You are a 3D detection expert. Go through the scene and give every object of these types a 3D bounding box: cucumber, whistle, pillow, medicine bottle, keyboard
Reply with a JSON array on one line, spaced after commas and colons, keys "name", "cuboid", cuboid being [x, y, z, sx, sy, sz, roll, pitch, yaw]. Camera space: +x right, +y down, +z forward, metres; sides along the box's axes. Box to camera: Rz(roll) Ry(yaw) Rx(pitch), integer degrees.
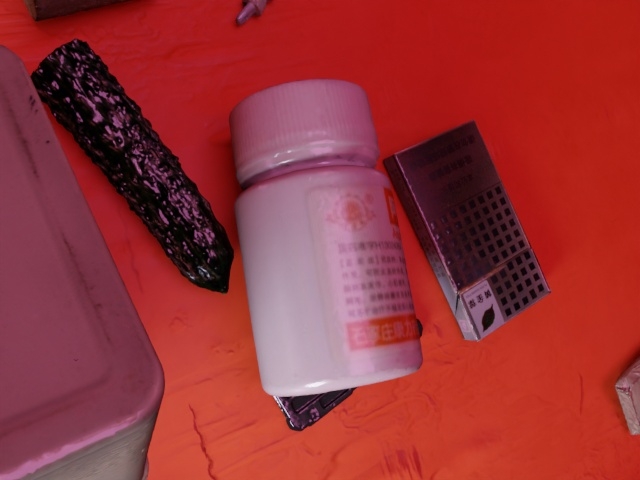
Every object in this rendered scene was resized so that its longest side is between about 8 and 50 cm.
[{"name": "cucumber", "cuboid": [-0.219, -0.080, 0.775, 0.096, 0.096, 0.359, -40, 98, -24]}, {"name": "whistle", "cuboid": [-0.094, -0.358, 0.908, 0.035, 0.035, 0.100, 40, 70, -14]}, {"name": "pillow", "cuboid": [0.621, 0.256, 1.126, 0.208, 0.053, 0.119, -30, 99, -25]}, {"name": "medicine bottle", "cuboid": [0.000, 0.000, 0.794, 0.211, 0.211, 0.371, -5, 79, -25]}, {"name": "keyboard", "cuboid": [0.042, 0.169, 0.897, 0.262, 0.016, 0.106, -32, 96, -24]}]

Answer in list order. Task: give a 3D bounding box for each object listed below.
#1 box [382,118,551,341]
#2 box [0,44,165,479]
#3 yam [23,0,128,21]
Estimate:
[{"name": "box", "cuboid": [0.246, -0.020, 1.003, 0.180, 0.047, 0.324, -26, 92, -25]}, {"name": "box", "cuboid": [-0.279, 0.072, 0.534, 0.178, 0.343, 0.351, -19, 70, -29]}, {"name": "yam", "cuboid": [-0.289, -0.356, 0.781, 0.194, 0.107, 0.107, -25, 93, -27]}]
